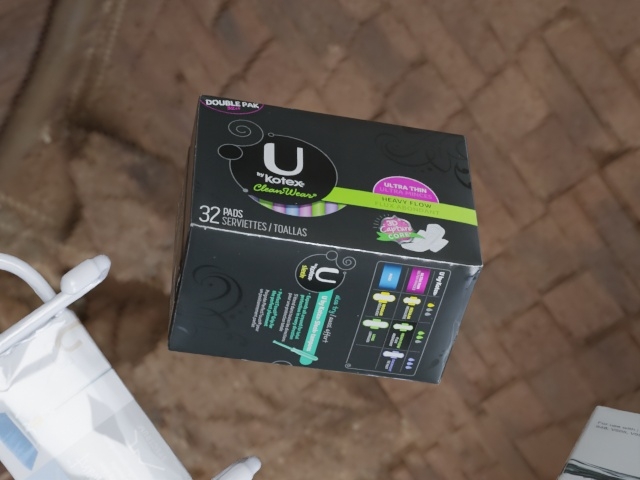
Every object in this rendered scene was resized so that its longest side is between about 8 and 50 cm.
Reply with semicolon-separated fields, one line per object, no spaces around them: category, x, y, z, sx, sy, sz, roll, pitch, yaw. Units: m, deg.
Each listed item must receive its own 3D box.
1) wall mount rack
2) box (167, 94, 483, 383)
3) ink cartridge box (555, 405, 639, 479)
wall mount rack;-0.230;0.182;1.188;0.350;0.304;0.130;53;167;1
box;0.000;0.000;0.456;0.062;0.083;0.052;-92;13;-48
ink cartridge box;0.162;0.204;0.850;0.087;0.208;0.153;11;113;19
